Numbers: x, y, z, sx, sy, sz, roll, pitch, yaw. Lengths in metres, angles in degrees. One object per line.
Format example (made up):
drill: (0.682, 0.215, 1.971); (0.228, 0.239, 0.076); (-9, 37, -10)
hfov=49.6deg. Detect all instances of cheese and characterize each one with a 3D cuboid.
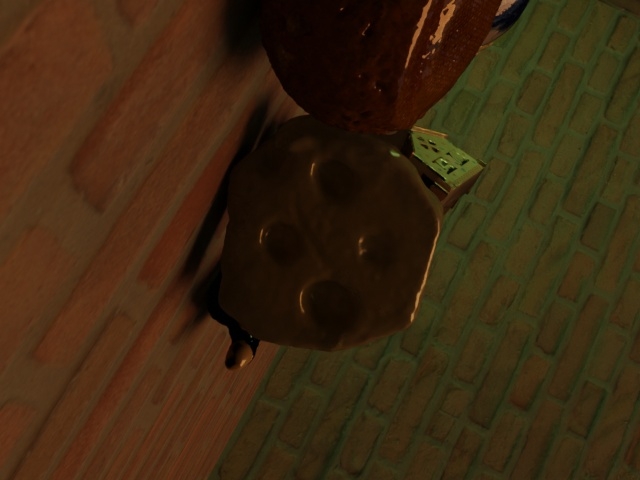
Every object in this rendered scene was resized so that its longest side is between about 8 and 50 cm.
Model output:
cheese: (0.000, 0.000, 0.933); (0.327, 0.317, 0.115); (-30, -173, 12)

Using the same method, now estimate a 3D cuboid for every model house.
model house: (0.290, -0.194, 1.944); (0.326, 0.244, 0.169); (-32, 161, -53)

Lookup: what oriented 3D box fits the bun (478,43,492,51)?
bun: (0.337, -0.565, 1.668); (0.348, 0.227, 0.352); (-63, 173, 27)

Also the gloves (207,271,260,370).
gloves: (-0.110, 0.111, 1.150); (0.197, 0.152, 0.301); (-68, -160, -1)

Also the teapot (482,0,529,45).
teapot: (0.202, -0.442, 1.092); (0.280, 0.252, 0.423); (25, 70, -49)

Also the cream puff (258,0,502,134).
cream puff: (0.059, -0.254, 0.699); (0.303, 0.212, 0.303); (-53, 166, -19)

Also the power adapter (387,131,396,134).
power adapter: (0.150, -0.326, 1.614); (0.130, 0.125, 0.205); (-65, 175, 31)

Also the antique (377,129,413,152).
antique: (0.148, -0.255, 1.829); (0.146, 0.152, 0.148); (-63, 177, 13)
